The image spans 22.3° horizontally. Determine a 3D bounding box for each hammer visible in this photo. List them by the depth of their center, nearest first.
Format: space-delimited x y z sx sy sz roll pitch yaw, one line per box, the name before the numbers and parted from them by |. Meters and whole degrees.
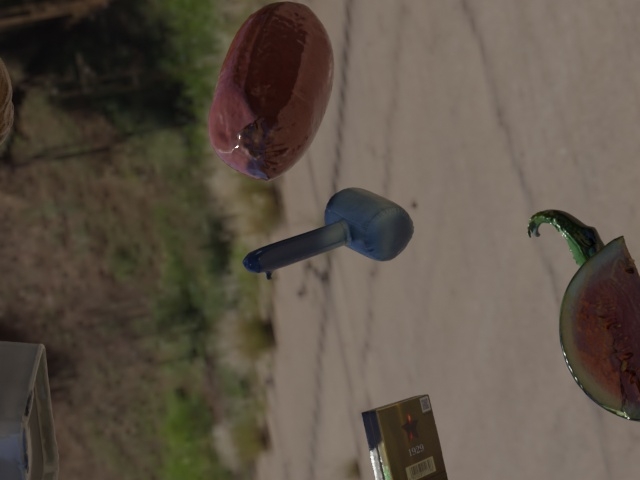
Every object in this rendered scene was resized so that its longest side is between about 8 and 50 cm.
hammer | 0.000 0.000 1.804 0.116 0.194 0.069 28 132 55

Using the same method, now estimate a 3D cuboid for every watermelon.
watermelon | 0.241 0.088 1.410 0.087 0.069 0.163 -36 65 61

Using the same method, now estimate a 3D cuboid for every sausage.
sausage | -0.058 -0.181 1.968 0.148 0.148 0.254 92 -165 -58

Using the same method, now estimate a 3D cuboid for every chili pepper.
chili pepper | 0.421 0.091 2.388 0.359 0.076 0.085 63 144 31

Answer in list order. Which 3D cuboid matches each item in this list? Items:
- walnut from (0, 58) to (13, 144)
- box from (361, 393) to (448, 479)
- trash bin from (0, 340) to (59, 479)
walnut | -0.394 -0.145 1.642 0.207 0.167 0.167 49 152 49
box | 0.088 0.222 1.577 0.090 0.023 0.133 -12 -92 -53
trash bin | -0.459 0.239 1.659 0.256 0.368 0.296 -94 3 -62
